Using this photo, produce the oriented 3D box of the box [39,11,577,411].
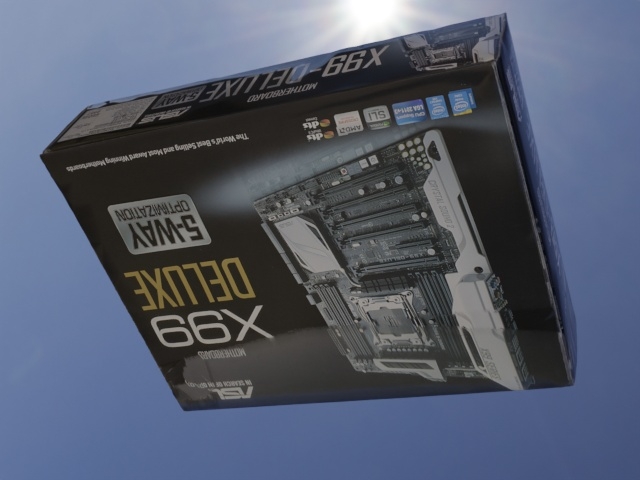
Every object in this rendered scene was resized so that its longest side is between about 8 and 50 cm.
[{"bbox_3d":[0.000,0.000,0.622,0.307,0.242,0.076,-7,-147,22],"label":"box"}]
